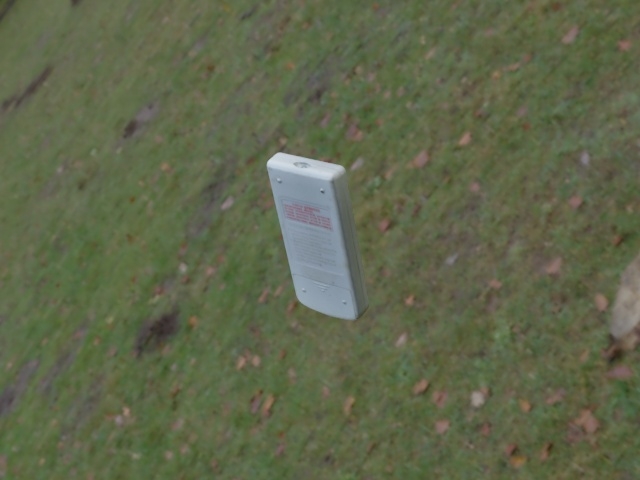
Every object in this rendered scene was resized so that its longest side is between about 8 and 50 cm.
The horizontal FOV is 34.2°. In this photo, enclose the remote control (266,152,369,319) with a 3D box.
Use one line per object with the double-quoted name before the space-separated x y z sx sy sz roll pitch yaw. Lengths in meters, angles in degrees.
"remote control" 0.000 0.000 1.069 0.087 0.190 0.029 14 42 33
